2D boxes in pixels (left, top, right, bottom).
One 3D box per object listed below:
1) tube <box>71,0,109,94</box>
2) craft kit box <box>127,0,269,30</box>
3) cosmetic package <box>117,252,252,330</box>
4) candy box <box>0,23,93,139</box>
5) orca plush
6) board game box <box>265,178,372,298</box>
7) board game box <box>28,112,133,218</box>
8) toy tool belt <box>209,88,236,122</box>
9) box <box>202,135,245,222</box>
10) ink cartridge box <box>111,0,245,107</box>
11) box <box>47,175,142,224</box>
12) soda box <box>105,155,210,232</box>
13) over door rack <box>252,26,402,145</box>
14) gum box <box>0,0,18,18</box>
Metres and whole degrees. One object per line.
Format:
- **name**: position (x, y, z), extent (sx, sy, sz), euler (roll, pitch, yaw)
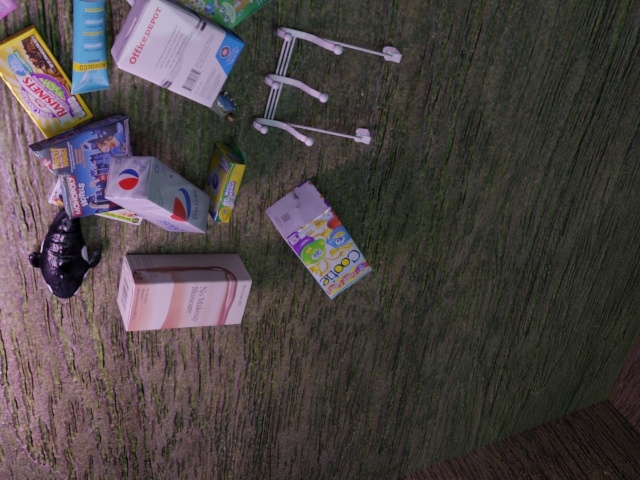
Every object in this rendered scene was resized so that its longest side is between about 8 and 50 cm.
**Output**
- **tube**: position (-0.440, -0.380, 1.259), extent (0.080, 0.052, 0.207), euler (-17, 135, -35)
- **craft kit box**: position (-0.251, -0.503, 1.266), extent (0.246, 0.061, 0.250), euler (-35, 134, 2)
- **cosmetic package**: position (-0.340, 0.126, 1.651), extent (0.296, 0.129, 0.153), euler (-2, 124, -29)
- **candy box**: position (-0.540, -0.301, 1.276), extent (0.105, 0.027, 0.206), euler (-28, 134, -4)
- **orca plush**: position (-0.547, 0.042, 1.457), extent (0.151, 0.102, 0.287), euler (14, 126, -36)
- **board game box**: position (0.000, 0.000, 1.736), extent (0.142, 0.144, 0.275), euler (-36, 134, 0)
- **board game box**: position (-0.484, -0.152, 1.351), extent (0.194, 0.060, 0.194), euler (-13, 114, -31)
- **toy tool belt**: position (-0.209, -0.298, 1.450), extent (0.051, 0.052, 0.083), euler (-41, 135, 17)
- **box**: position (-0.223, -0.143, 1.524), extent (0.043, 0.105, 0.179), euler (3, 122, -34)
- **ink cartridge box**: position (-0.272, -0.368, 1.262), extent (0.203, 0.086, 0.148), euler (19, 113, -37)
- **box**: position (-0.477, -0.111, 1.453), extent (0.207, 0.036, 0.114), euler (15, 115, -37)
- **soda box**: position (-0.336, -0.091, 1.405), extent (0.098, 0.091, 0.286), euler (3, 168, 14)
- **over door rack**: position (0.028, -0.340, 1.512), extent (0.324, 0.108, 0.240), euler (1, 124, -30)
- **gum box**: position (-0.574, -0.396, 1.077), extent (0.107, 0.188, 0.062), euler (-40, 134, -6)
